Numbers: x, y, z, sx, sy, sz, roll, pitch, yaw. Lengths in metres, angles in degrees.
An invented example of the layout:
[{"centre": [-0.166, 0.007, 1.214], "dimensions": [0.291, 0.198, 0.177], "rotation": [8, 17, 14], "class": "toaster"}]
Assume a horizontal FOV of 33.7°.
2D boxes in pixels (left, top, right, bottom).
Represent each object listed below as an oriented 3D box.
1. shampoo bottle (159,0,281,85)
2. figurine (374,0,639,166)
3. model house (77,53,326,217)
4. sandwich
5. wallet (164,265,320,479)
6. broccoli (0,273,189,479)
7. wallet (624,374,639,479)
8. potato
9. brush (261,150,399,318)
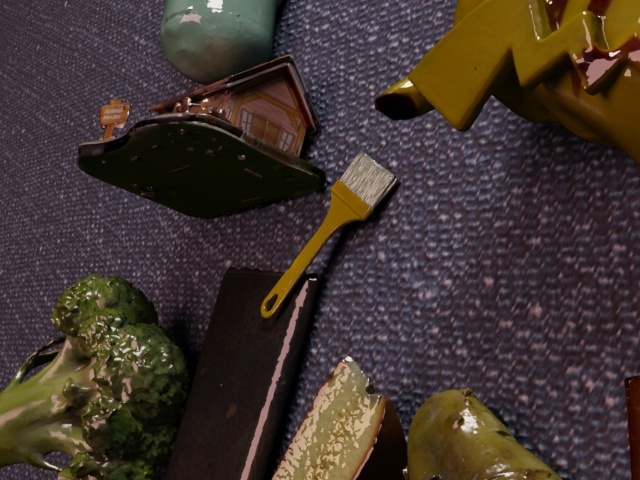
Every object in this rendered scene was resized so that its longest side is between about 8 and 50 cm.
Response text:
[{"centre": [-0.121, -0.365, 1.388], "dimensions": [0.222, 0.151, 0.349], "rotation": [-17, 59, 43], "class": "shampoo bottle"}, {"centre": [0.195, -0.149, 0.814], "dimensions": [0.327, 0.169, 0.218], "rotation": [32, 94, 55], "class": "figurine"}, {"centre": [-0.131, -0.142, 1.235], "dimensions": [0.294, 0.207, 0.154], "rotation": [-10, 62, 52], "class": "model house"}, {"centre": [0.007, 0.237, 0.937], "dimensions": [0.094, 0.096, 0.258], "rotation": [37, 102, 48], "class": "sandwich"}, {"centre": [-0.091, 0.184, 1.147], "dimensions": [0.170, 0.044, 0.321], "rotation": [-1, 68, 53], "class": "wallet"}, {"centre": [-0.271, 0.213, 1.260], "dimensions": [0.254, 0.186, 0.302], "rotation": [38, 96, 23], "class": "broccoli"}, {"centre": [0.258, 0.199, 0.659], "dimensions": [0.137, 0.031, 0.255], "rotation": [-19, 60, 43], "class": "wallet"}, {"centre": [0.126, 0.200, 0.792], "dimensions": [0.117, 0.090, 0.225], "rotation": [-43, 36, 11], "class": "potato"}, {"centre": [0.000, 0.000, 1.113], "dimensions": [0.205, 0.011, 0.083], "rotation": [-52, 35, 5], "class": "brush"}]
